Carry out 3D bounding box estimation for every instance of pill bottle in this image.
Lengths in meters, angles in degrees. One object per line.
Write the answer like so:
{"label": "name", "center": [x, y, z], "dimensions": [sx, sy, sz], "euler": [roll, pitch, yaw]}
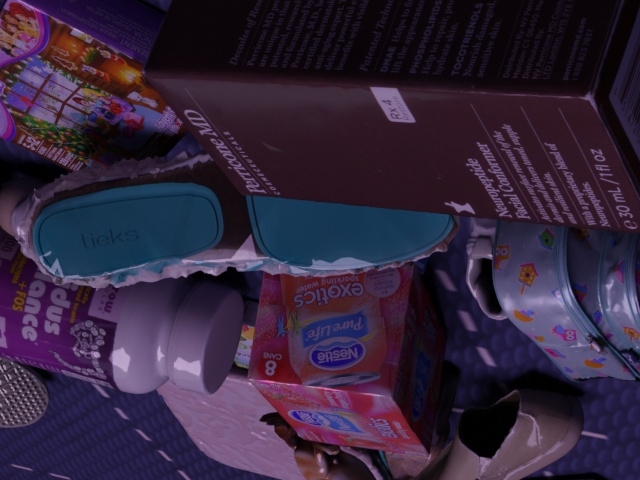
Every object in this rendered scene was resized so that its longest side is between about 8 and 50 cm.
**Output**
{"label": "pill bottle", "center": [-0.249, 0.081, 1.984], "dimensions": [0.302, 0.169, 0.169], "euler": [13, 155, 15]}

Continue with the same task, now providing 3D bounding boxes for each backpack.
{"label": "backpack", "center": [0.235, 0.021, 1.469], "dimensions": [0.144, 0.165, 0.188], "euler": [-8, 147, 46]}

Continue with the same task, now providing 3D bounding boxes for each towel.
{"label": "towel", "center": [-0.067, 0.239, 2.312], "dimensions": [0.317, 0.053, 0.332], "euler": [11, 151, 22]}

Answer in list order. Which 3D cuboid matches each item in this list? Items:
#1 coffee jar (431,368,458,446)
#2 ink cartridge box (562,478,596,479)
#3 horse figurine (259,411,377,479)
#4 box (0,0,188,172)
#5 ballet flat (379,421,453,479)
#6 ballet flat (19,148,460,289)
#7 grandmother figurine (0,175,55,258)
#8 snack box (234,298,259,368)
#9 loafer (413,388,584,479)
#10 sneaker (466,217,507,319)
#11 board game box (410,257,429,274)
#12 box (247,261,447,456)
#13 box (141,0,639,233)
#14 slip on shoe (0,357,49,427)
{"label": "coffee jar", "center": [0.065, 0.174, 2.020], "dimensions": [0.184, 0.096, 0.079], "euler": [17, 160, 6]}
{"label": "ink cartridge box", "center": [0.360, 0.381, 2.287], "dimensions": [0.224, 0.045, 0.223], "euler": [32, 154, -27]}
{"label": "horse figurine", "center": [0.034, 0.295, 2.169], "dimensions": [0.263, 0.066, 0.174], "euler": [39, 155, 1]}
{"label": "box", "center": [-0.221, -0.147, 1.614], "dimensions": [0.201, 0.057, 0.293], "euler": [27, 156, -13]}
{"label": "ballet flat", "center": [0.144, 0.306, 2.236], "dimensions": [0.106, 0.107, 0.316], "euler": [6, 155, 14]}
{"label": "ballet flat", "center": [-0.075, -0.041, 1.615], "dimensions": [0.409, 0.147, 0.147], "euler": [-3, 153, 6]}
{"label": "grandmother figurine", "center": [-0.431, -0.042, 1.912], "dimensions": [0.342, 0.208, 0.104], "euler": [4, 118, 10]}
{"label": "snack box", "center": [-0.066, 0.120, 2.083], "dimensions": [0.100, 0.037, 0.141], "euler": [13, 156, 19]}
{"label": "loafer", "center": [0.184, 0.245, 1.999], "dimensions": [0.092, 0.102, 0.268], "euler": [33, 124, -24]}
{"label": "sneaker", "center": [0.179, 0.032, 1.600], "dimensions": [0.090, 0.115, 0.232], "euler": [5, 152, 30]}
{"label": "board game box", "center": [0.000, 0.000, 1.777], "dimensions": [0.136, 0.035, 0.201], "euler": [34, 153, -28]}
{"label": "box", "center": [0.035, 0.123, 1.802], "dimensions": [0.154, 0.142, 0.300], "euler": [7, 163, 12]}
{"label": "box", "center": [0.077, -0.122, 1.332], "dimensions": [0.381, 0.143, 0.191], "euler": [7, 153, 32]}
{"label": "slip on shoe", "center": [-0.557, 0.180, 2.548], "dimensions": [0.331, 0.123, 0.101], "euler": [21, -171, -13]}
